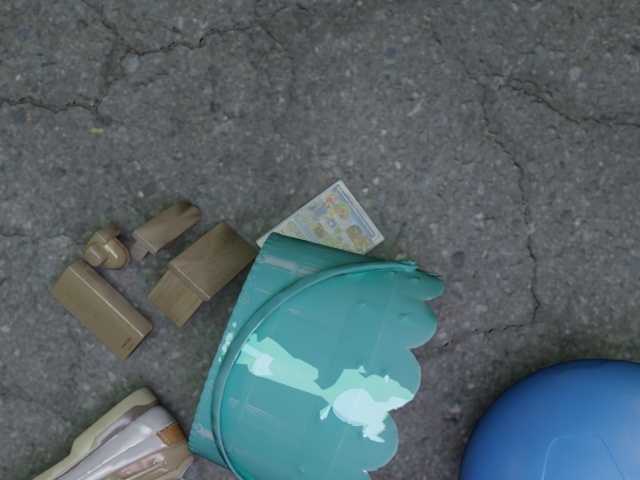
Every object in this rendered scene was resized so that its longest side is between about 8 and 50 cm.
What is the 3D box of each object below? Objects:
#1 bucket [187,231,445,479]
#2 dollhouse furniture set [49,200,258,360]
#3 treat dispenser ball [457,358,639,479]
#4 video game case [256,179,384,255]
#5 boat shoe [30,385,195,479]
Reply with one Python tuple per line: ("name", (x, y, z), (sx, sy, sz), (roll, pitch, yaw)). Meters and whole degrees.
("bucket", (-0.006, 0.133, 0.933), (0.183, 0.281, 0.281), (20, 86, 2))
("dollhouse furniture set", (-0.188, 0.036, 1.045), (0.144, 0.123, 0.151), (43, 121, 1))
("treat dispenser ball", (0.281, 0.261, 0.916), (0.288, 0.288, 0.288), (0, 87, -2))
("video game case", (0.000, 0.000, 1.060), (0.122, 0.011, 0.087), (-36, 88, -3))
("boat shoe", (-0.270, 0.294, 0.985), (0.302, 0.113, 0.103), (-42, 83, -4))
